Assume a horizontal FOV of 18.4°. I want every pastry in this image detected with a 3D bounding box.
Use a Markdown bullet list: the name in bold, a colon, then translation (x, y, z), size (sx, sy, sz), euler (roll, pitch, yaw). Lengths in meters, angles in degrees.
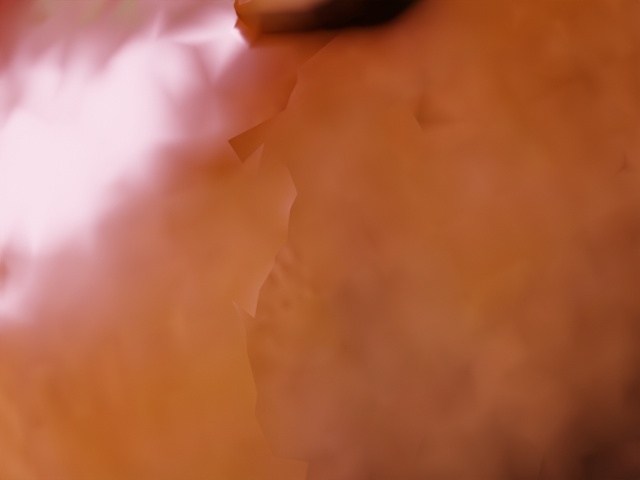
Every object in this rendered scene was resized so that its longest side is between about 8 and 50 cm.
- **pastry**: translation (0.022, -0.032, 0.491), size (0.409, 0.245, 0.409), euler (-25, 9, 4)
